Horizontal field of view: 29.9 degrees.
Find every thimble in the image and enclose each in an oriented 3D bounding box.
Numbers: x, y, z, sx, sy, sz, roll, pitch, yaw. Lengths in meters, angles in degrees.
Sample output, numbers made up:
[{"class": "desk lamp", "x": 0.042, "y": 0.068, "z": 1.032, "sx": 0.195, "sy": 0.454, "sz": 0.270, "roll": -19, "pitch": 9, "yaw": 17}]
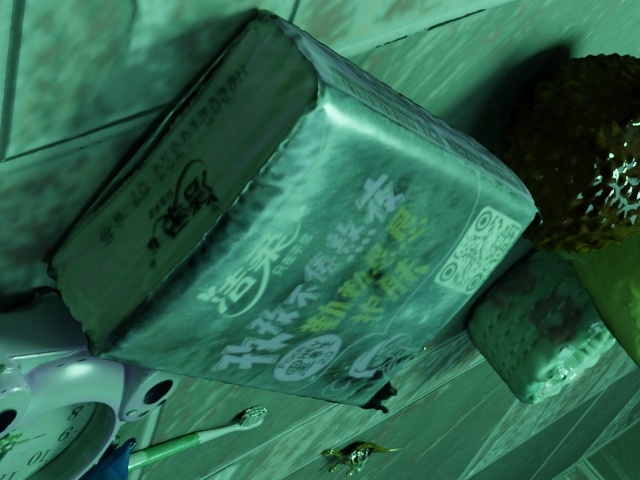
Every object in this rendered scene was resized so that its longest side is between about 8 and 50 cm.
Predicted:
[{"class": "thimble", "x": 0.315, "y": 0.109, "z": 1.637, "sx": 0.185, "sy": 0.149, "sz": 0.211, "roll": -18, "pitch": 149, "yaw": -40}]

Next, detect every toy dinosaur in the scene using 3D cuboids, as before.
[{"class": "toy dinosaur", "x": 0.054, "y": 0.319, "z": 1.756, "sx": 0.058, "sy": 0.037, "sz": 0.180, "roll": -47, "pitch": 156, "yaw": 27}]

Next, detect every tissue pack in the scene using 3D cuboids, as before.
[{"class": "tissue pack", "x": 0.000, "y": 0.000, "z": 0.930, "sx": 0.259, "sy": 0.122, "sz": 0.361, "roll": -50, "pitch": 146, "yaw": 14}]

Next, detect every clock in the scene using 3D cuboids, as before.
[{"class": "clock", "x": -0.246, "y": 0.150, "z": 0.909, "sx": 0.248, "sy": 0.090, "sz": 0.227, "roll": -49, "pitch": 156, "yaw": 24}]

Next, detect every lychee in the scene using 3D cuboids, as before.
[{"class": "lychee", "x": 0.266, "y": -0.088, "z": 1.153, "sx": 0.200, "sy": 0.200, "sz": 0.238, "roll": -27, "pitch": 160, "yaw": -29}]

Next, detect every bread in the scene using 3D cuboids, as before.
[{"class": "bread", "x": 0.417, "y": 0.004, "z": 1.409, "sx": 0.237, "sy": 0.321, "sz": 0.320, "roll": -33, "pitch": 163, "yaw": 27}]

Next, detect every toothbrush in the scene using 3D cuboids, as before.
[{"class": "toothbrush", "x": -0.146, "y": 0.217, "z": 1.276, "sx": 0.257, "sy": 0.018, "sz": 0.024, "roll": -13, "pitch": 142, "yaw": -49}]

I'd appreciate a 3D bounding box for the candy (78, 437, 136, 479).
[{"class": "candy", "x": -0.240, "y": 0.279, "z": 1.019, "sx": 0.187, "sy": 0.077, "sz": 0.331, "roll": -37, "pitch": -165, "yaw": 2}]
